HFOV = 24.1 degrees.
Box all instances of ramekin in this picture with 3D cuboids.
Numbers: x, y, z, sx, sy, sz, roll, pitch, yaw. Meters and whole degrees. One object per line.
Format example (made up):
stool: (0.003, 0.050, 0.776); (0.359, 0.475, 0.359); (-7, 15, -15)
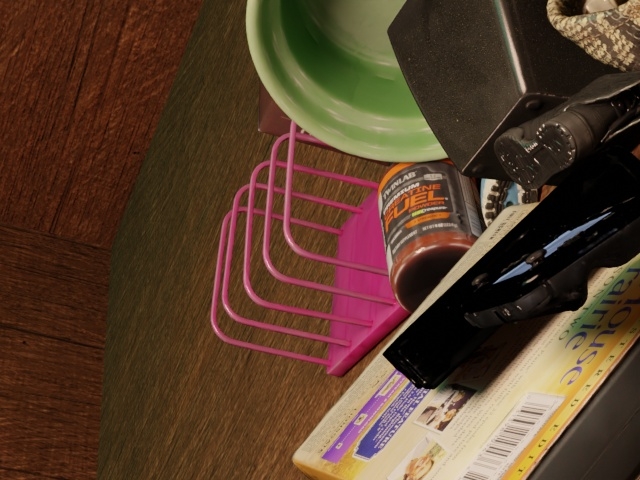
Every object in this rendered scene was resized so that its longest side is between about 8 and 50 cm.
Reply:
ramekin: (0.085, -0.239, 1.446); (0.148, 0.303, 0.303); (-85, 17, -52)

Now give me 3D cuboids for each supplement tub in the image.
supplement tub: (0.112, -0.019, 1.495); (0.198, 0.106, 0.106); (-97, 26, -51)

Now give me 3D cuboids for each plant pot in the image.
plant pot: (0.185, -0.149, 1.251); (0.188, 0.187, 0.167); (126, 143, -53)

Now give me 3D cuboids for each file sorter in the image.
file sorter: (0.000, 0.000, 1.719); (0.291, 0.182, 0.202); (131, 148, -58)

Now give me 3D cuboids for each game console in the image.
game console: (0.145, 0.010, 0.966); (0.213, 0.044, 0.361); (-43, -1, -7)

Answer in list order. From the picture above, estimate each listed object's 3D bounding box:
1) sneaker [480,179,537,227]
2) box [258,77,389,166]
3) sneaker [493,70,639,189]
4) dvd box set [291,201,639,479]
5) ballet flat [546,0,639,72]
sneaker: (0.178, -0.089, 1.408); (0.073, 0.063, 0.162); (-133, 58, -75)
box: (0.079, -0.264, 1.659); (0.381, 0.191, 0.143); (121, 156, -47)
sneaker: (0.199, -0.087, 1.126); (0.051, 0.089, 0.170); (58, 165, -3)
dvd box set: (0.151, 0.088, 1.112); (0.308, 0.062, 0.420); (-49, 11, -14)
ballet flat: (0.292, -0.288, 0.974); (0.483, 0.182, 0.164); (121, 158, -44)
